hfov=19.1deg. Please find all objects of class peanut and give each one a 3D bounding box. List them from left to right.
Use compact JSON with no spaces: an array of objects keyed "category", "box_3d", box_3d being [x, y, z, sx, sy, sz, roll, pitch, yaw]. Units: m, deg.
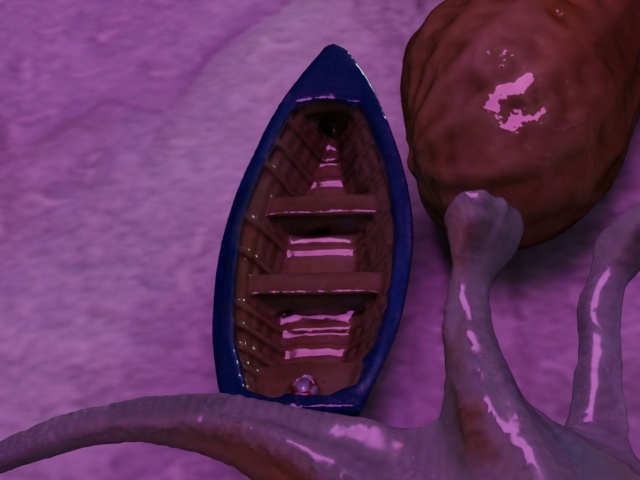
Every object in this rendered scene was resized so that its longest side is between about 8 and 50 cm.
[{"category":"peanut","box_3d":[0.096,-0.083,0.846,0.108,0.095,0.226,13,43,17]}]

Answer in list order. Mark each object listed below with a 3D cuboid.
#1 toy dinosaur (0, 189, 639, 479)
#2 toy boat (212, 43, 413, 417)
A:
[{"category":"toy dinosaur","box_3d":[0.063,0.075,0.647,0.392,0.092,0.206,0,70,2]},{"category":"toy boat","box_3d":[0.000,0.000,0.800,0.080,0.046,0.229,-3,40,6]}]
